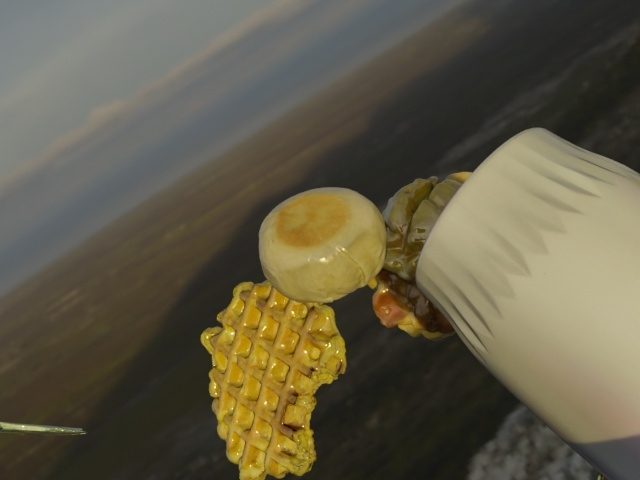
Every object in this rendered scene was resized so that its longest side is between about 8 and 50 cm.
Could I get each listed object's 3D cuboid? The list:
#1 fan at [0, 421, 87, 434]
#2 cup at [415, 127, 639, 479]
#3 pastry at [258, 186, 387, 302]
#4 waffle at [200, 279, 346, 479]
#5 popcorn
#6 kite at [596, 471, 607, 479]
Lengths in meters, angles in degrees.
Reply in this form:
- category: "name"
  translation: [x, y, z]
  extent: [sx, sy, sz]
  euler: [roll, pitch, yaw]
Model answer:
- category: "fan"
  translation: [-0.357, 0.195, 1.350]
  extent: [0.240, 0.009, 0.131]
  euler: [1, -13, -3]
- category: "cup"
  translation: [0.288, 0.078, 1.211]
  extent: [0.253, 0.371, 0.253]
  euler: [-42, -22, -21]
- category: "pastry"
  translation: [0.000, 0.000, 1.539]
  extent: [0.156, 0.092, 0.156]
  euler: [-8, 46, 8]
- category: "waffle"
  translation: [-0.060, 0.171, 1.692]
  extent: [0.051, 0.291, 0.291]
  euler: [10, -24, -40]
- category: "popcorn"
  translation: [0.203, 0.006, 2.223]
  extent: [0.332, 0.265, 0.225]
  euler: [-45, 48, -15]
- category: "kite"
  translation: [0.329, 0.361, 1.407]
  extent: [0.011, 0.335, 0.314]
  euler: [-4, 13, 33]
